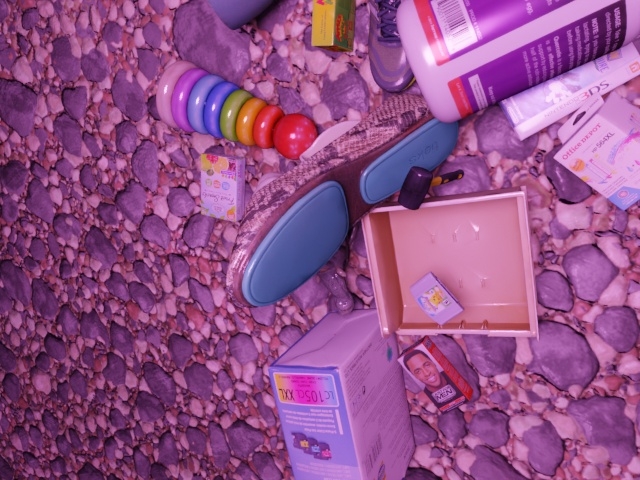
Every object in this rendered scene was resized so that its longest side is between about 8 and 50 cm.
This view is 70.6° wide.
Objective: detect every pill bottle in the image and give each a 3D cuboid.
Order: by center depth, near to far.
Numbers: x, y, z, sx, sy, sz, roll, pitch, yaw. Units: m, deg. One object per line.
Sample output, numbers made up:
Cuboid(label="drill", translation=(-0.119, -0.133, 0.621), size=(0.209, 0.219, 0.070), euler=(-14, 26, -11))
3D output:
Cuboid(label="pill bottle", translation=(0.274, -0.297, 0.584), size=(0.322, 0.181, 0.182), euler=(-21, 94, 22))

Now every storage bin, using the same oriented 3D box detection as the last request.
Cuboid(label="storage bin", translation=(0.231, 0.049, 0.796), size=(0.262, 0.123, 0.261), euler=(-5, 101, 27))

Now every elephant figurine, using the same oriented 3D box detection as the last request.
Cuboid(label="elephant figurine", translation=(0.000, 0.000, 0.892), size=(0.169, 0.239, 0.186), euler=(28, 79, 43))

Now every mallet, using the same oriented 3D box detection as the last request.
Cuboid(label="mallet", translation=(0.191, -0.104, 0.732), size=(0.039, 0.189, 0.062), euler=(36, 131, 27))

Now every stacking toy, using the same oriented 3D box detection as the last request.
Cuboid(label="stacking toy", translation=(-0.157, -0.249, 0.914), size=(0.330, 0.141, 0.141), euler=(22, 113, 12))

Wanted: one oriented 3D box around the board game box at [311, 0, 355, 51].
Cuboid(label="board game box", translation=(0.026, -0.428, 0.780), size=(0.043, 0.092, 0.182), euler=(10, 108, 25))

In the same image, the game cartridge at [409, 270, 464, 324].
Cuboid(label="game cartridge", translation=(0.191, 0.098, 0.752), size=(0.083, 0.017, 0.056), euler=(49, 123, 6))

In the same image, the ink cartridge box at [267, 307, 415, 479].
Cuboid(label="ink cartridge box", translation=(0.065, 0.366, 0.882), size=(0.151, 0.270, 0.396), euler=(-8, 100, 30))

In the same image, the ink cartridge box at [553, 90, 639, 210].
Cuboid(label="ink cartridge box", translation=(0.421, -0.135, 0.652), size=(0.143, 0.090, 0.092), euler=(41, 144, 11))

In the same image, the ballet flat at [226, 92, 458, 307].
Cuboid(label="ballet flat", translation=(0.014, -0.089, 0.717), size=(0.182, 0.482, 0.164), euler=(32, 152, 36))

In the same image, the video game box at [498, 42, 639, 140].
Cuboid(label="video game box", translation=(0.345, -0.288, 0.689), size=(0.187, 0.048, 0.205), euler=(-30, 90, 27))

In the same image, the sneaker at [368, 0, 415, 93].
Cuboid(label="sneaker", translation=(0.113, -0.395, 0.730), size=(0.111, 0.121, 0.300), euler=(5, 106, 25))

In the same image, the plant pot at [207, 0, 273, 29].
Cuboid(label="plant pot", translation=(-0.122, -0.531, 0.740), size=(0.195, 0.290, 0.290), euler=(-20, 95, 10))

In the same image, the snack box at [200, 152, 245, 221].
Cuboid(label="snack box", translation=(-0.220, -0.121, 1.020), size=(0.100, 0.037, 0.141), euler=(13, 110, 24))

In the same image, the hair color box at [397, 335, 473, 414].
Cuboid(label="hair color box", translation=(0.229, 0.269, 0.904), size=(0.141, 0.043, 0.072), euler=(50, 120, 7))
